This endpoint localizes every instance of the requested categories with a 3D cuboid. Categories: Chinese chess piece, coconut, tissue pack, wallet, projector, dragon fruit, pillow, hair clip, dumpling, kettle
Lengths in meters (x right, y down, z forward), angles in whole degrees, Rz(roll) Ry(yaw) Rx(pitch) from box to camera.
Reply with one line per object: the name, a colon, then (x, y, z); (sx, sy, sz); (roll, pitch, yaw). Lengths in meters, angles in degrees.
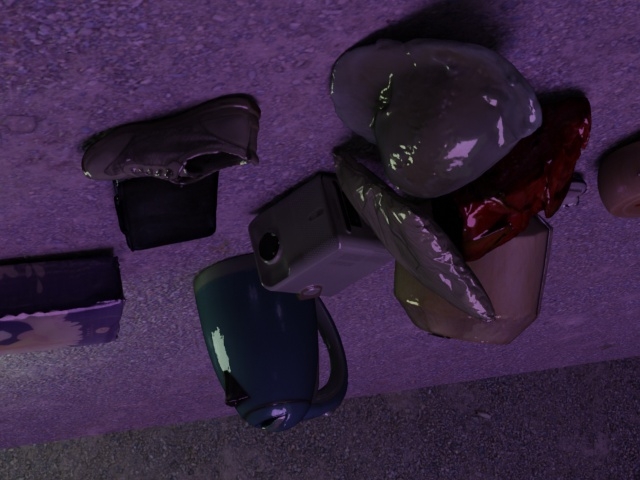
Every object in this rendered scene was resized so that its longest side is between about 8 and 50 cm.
Chinese chess piece: (0.663, -0.122, 2.116); (0.273, 0.102, 0.273); (-7, 165, -2)
coconut: (0.289, 0.037, 2.114); (0.323, 0.323, 0.323); (-11, 161, -4)
tissue pack: (-0.546, 0.127, 2.064); (0.344, 0.125, 0.242); (-6, 160, -17)
wallet: (-0.251, -0.063, 1.834); (0.172, 0.045, 0.318); (-12, 161, -10)
projector: (0.000, 0.000, 1.994); (0.177, 0.163, 0.242); (9, 150, -44)
dragon fruit: (0.305, -0.132, 1.803); (0.330, 0.240, 0.302); (-37, -170, 2)
pillow: (0.144, -0.003, 1.786); (0.076, 0.281, 0.274); (-43, 124, -2)
hair clip: (0.463, -0.092, 2.201); (0.172, 0.049, 0.116); (-5, 164, -27)
dumpling: (0.169, -0.166, 1.558); (0.270, 0.211, 0.320); (10, 140, -43)
kettle: (-0.081, 0.223, 2.301); (0.319, 0.342, 0.247); (0, 157, -34)

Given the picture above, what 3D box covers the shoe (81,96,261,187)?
shoe: (-0.213, -0.124, 1.607); (0.275, 0.098, 0.103); (-16, 157, 13)
